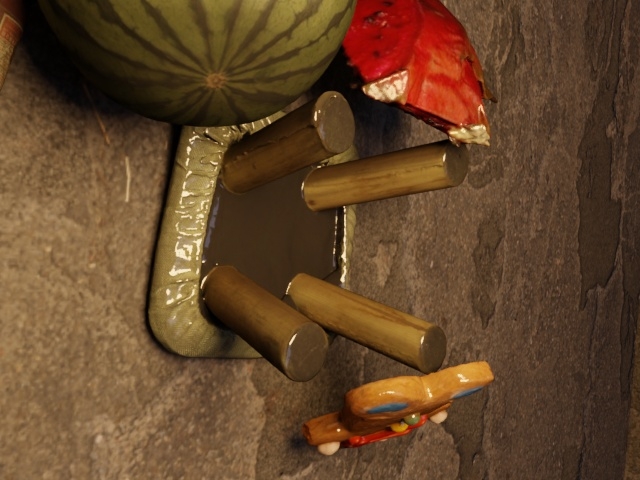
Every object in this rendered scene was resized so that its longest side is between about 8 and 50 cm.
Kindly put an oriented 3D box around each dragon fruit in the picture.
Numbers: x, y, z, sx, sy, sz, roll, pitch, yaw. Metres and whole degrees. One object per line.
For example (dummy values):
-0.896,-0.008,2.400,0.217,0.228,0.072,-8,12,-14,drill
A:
0.108,-0.245,0.769,0.282,0.344,0.100,20,124,-42,dragon fruit

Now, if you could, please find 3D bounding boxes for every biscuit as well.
0.084,0.224,0.815,0.205,0.324,0.049,-6,67,-24,biscuit

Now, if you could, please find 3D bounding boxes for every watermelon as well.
-0.107,-0.266,0.551,0.278,0.278,0.360,13,52,-46,watermelon

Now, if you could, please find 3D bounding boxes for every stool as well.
0.000,0.000,0.740,0.310,0.226,0.311,8,89,-48,stool

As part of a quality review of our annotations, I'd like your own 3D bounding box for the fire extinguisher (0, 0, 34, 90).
-0.290,-0.104,0.525,0.106,0.075,0.252,21,78,-36,fire extinguisher
